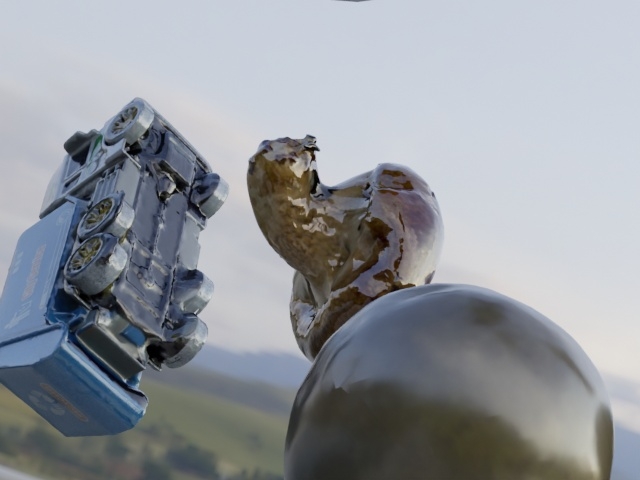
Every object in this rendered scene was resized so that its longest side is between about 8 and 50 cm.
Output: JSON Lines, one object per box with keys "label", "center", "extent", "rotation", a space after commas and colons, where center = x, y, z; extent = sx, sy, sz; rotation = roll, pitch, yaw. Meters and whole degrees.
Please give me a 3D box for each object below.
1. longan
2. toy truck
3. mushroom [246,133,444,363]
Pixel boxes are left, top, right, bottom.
{"label": "longan", "center": [0.091, 0.156, 1.387], "extent": [0.248, 0.248, 0.248], "rotation": [19, -10, 3]}
{"label": "toy truck", "center": [-0.205, 0.026, 1.865], "extent": [0.175, 0.367, 0.146], "rotation": [-29, -60, 27]}
{"label": "mushroom", "center": [0.027, 0.015, 2.242], "extent": [0.254, 0.267, 0.267], "rotation": [35, -5, 17]}
